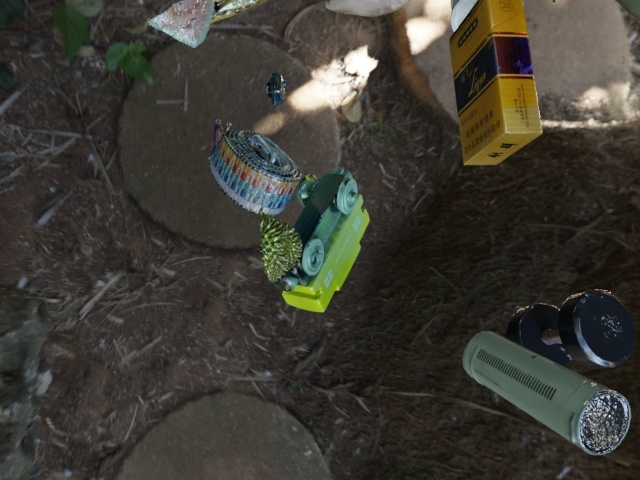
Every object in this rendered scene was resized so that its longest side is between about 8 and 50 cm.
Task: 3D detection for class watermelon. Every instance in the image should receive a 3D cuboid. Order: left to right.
[{"bbox_3d":[-0.274,-0.478,1.258,0.101,0.080,0.155,47,42,-19],"label":"watermelon"}]

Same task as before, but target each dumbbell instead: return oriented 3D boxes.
[{"bbox_3d":[0.508,0.193,1.213,0.152,0.218,0.153,6,72,-19],"label":"dumbbell"}]

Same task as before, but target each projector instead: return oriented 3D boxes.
[{"bbox_3d":[0.382,0.256,1.049,0.108,0.337,0.108,-2,98,-17],"label":"projector"}]

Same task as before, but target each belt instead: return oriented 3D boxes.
[{"bbox_3d":[-0.179,-0.207,1.622,0.206,0.295,0.161,6,124,-39],"label":"belt"}]

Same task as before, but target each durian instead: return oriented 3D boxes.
[{"bbox_3d":[-0.090,0.015,1.345,0.095,0.221,0.137,-13,65,5],"label":"durian"}]

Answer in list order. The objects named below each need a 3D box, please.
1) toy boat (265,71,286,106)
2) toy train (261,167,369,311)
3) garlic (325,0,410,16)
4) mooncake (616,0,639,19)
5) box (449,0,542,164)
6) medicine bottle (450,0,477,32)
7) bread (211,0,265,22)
[{"bbox_3d":[-0.126,-0.421,1.667,0.060,0.055,0.141,-3,42,-3],"label":"toy boat"},{"bbox_3d":[0.000,0.000,1.714,0.442,0.179,0.272,-61,145,-32],"label":"toy train"},{"bbox_3d":[0.090,-0.345,0.686,0.101,0.087,0.196,35,107,23],"label":"garlic"},{"bbox_3d":[0.428,-0.369,0.651,0.274,0.135,0.275,1,83,-10],"label":"mooncake"},{"bbox_3d":[0.278,-0.257,0.953,0.070,0.152,0.238,-4,80,-11],"label":"box"},{"bbox_3d":[0.355,-0.544,1.267,0.143,0.143,0.258,27,54,-14],"label":"medicine bottle"},{"bbox_3d":[-0.295,-0.814,1.867,0.277,0.324,0.167,-28,120,-6],"label":"bread"}]
